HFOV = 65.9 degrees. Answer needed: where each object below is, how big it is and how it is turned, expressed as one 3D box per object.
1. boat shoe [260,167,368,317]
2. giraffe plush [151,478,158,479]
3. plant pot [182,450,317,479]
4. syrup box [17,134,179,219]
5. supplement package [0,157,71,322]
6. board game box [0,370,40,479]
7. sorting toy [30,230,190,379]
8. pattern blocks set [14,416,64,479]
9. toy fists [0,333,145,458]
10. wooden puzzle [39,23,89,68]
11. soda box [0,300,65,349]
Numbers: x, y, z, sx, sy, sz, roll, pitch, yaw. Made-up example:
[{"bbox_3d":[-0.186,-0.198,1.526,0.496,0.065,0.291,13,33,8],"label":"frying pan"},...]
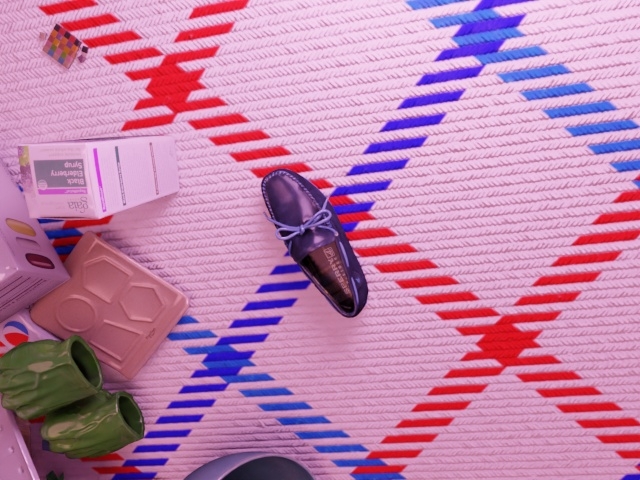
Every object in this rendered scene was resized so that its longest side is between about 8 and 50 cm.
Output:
[{"bbox_3d":[0.000,0.000,0.751,0.109,0.089,0.258,-38,95,14],"label":"boat shoe"},{"bbox_3d":[-0.338,0.546,0.860,0.181,0.170,0.210,44,103,20],"label":"giraffe plush"},{"bbox_3d":[-0.158,0.488,0.815,0.196,0.290,0.290,-10,104,46],"label":"plant pot"},{"bbox_3d":[-0.293,-0.097,0.694,0.093,0.237,0.096,0,103,9],"label":"syrup box"},{"bbox_3d":[-0.559,0.000,0.746,0.204,0.145,0.261,-34,82,-5],"label":"supplement package"},{"bbox_3d":[-0.601,0.478,0.863,0.390,0.050,0.389,-40,71,16],"label":"board game box"},{"bbox_3d":[-0.355,0.112,0.842,0.208,0.038,0.193,38,101,-9],"label":"sorting toy"},{"bbox_3d":[-0.648,0.409,0.971,0.325,0.026,0.285,19,105,4],"label":"pattern blocks set"},{"bbox_3d":[-0.421,0.269,0.834,0.142,0.096,0.279,-20,127,-3],"label":"toy fists"},{"bbox_3d":[-0.407,-0.306,0.781,0.083,0.006,0.049,37,105,-2],"label":"wooden puzzle"},{"bbox_3d":[-0.532,0.126,0.864,0.069,0.074,0.216,-43,94,15],"label":"soda box"}]
